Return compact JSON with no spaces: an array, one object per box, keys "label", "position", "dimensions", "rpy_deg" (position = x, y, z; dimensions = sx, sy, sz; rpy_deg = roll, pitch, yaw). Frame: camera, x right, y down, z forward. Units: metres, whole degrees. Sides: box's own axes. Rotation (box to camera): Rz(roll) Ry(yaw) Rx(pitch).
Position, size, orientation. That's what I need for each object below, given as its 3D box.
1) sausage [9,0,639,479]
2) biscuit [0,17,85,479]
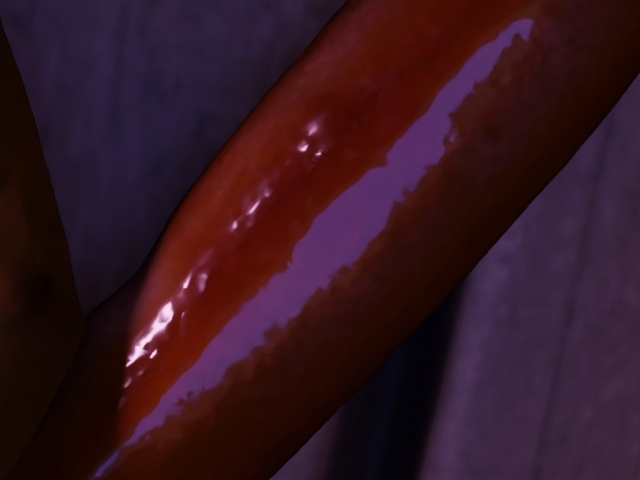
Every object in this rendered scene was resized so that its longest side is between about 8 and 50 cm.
[{"label":"sausage","position":[0.000,0.000,0.532],"dimensions":[0.083,0.089,0.300],"rpy_deg":[41,90,-21]},{"label":"biscuit","position":[-0.235,0.001,0.445],"dimensions":[0.359,0.046,0.359],"rpy_deg":[5,75,-17]}]
